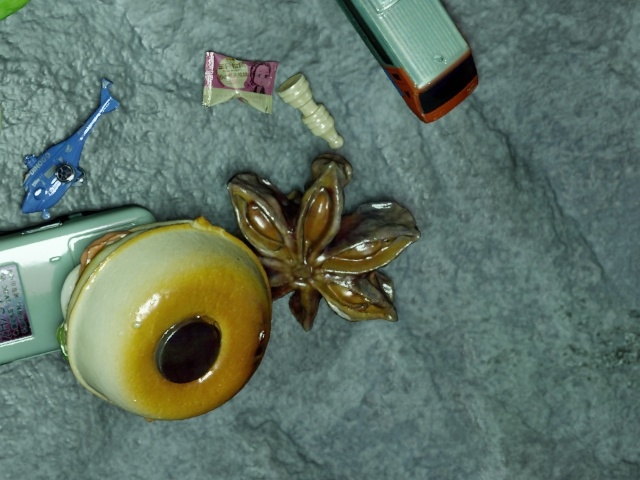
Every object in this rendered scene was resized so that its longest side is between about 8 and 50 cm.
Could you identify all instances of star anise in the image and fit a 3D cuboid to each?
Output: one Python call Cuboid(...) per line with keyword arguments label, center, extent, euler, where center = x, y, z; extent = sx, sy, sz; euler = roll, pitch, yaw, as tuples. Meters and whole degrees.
Cuboid(label="star anise", center=(-0.002, -0.006, 1.984), extent=(0.214, 0.099, 0.220), euler=(-8, 124, -7))

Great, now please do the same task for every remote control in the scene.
Cuboid(label="remote control", center=(-0.303, 0.052, 1.955), extent=(0.296, 0.056, 0.140), euler=(-15, 108, -10))

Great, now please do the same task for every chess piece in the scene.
Cuboid(label="chess piece", center=(-0.007, -0.135, 1.992), extent=(0.035, 0.035, 0.092), euler=(-39, 111, -2))

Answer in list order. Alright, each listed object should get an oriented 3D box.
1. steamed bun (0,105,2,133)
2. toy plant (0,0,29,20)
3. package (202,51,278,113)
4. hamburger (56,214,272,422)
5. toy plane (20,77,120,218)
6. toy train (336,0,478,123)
Cuboid(label="steamed bun", center=(-0.449, -0.089, 1.811), extent=(0.280, 0.207, 0.268), euler=(-1, 63, 6))
Cuboid(label="toy plant", center=(-0.297, -0.342, 1.819), extent=(0.315, 0.184, 0.224), euler=(-25, 125, 5))
Cuboid(label="package", center=(-0.085, -0.167, 1.969), extent=(0.083, 0.029, 0.059), euler=(5, 94, -24))
Cuboid(label="hamburger", center=(-0.154, 0.082, 1.899), extent=(0.237, 0.147, 0.237), euler=(-13, 120, -23))
Cuboid(label="toy plane", center=(-0.265, -0.096, 1.938), extent=(0.062, 0.054, 0.167), euler=(39, 93, 8))
Cuboid(label="toy train", center=(0.040, -0.301, 1.938), extent=(0.086, 0.089, 0.409), euler=(-38, 107, -8))
